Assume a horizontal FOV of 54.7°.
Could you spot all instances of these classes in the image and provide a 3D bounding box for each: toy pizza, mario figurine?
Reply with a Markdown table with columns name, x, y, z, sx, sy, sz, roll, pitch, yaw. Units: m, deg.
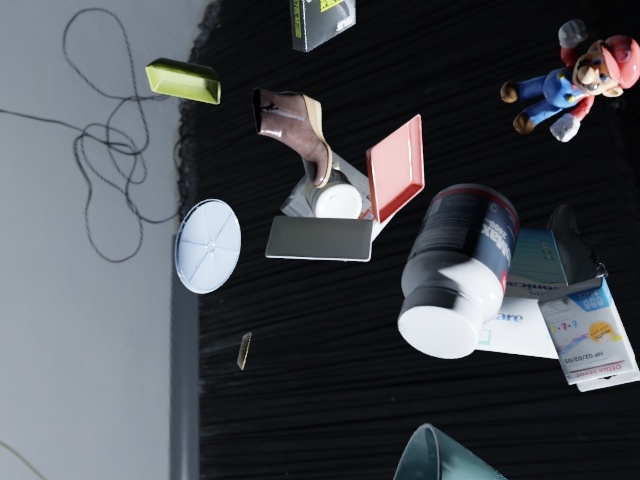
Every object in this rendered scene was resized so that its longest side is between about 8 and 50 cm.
| name | x | y | z | sx | sy | sz | roll | pitch | yaw |
| --- | --- | --- | --- | --- | --- | --- | --- | --- | --- |
| toy pizza | -0.243 | 0.011 | 1.314 | 0.201 | 0.032 | 0.201 | -23 | 118 | -55 |
| mario figurine | 0.543 | -0.348 | 1.371 | 0.198 | 0.320 | 0.170 | 34 | 60 | -22 |

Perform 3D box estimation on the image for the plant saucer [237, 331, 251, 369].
| name | x | y | z | sx | sy | sz | roll | pitch | yaw |
| --- | --- | --- | --- | --- | --- | --- | --- | --- | --- |
| plant saucer | -0.167 | 0.238 | 1.343 | 0.083 | 0.015 | 0.083 | -167 | -90 | -84 |

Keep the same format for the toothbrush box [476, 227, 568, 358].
| name | x | y | z | sx | sy | sz | roll | pitch | yaw |
| --- | --- | --- | --- | --- | --- | --- | --- | --- | --- |
| toothbrush box | 0.351 | 0.085 | 1.212 | 0.295 | 0.216 | 0.126 | -66 | 159 | -63 |

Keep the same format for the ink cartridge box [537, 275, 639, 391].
| name | x | y | z | sx | sy | sz | roll | pitch | yaw |
| --- | --- | --- | --- | --- | --- | --- | --- | --- | --- |
| ink cartridge box | 0.434 | 0.162 | 0.995 | 0.061 | 0.104 | 0.181 | -26 | 94 | -63 |

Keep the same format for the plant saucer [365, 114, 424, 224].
| name | x | y | z | sx | sy | sz | roll | pitch | yaw |
| --- | --- | --- | --- | --- | --- | --- | --- | --- | --- |
| plant saucer | 0.221 | -0.217 | 1.863 | 0.259 | 0.048 | 0.258 | -39 | 133 | -36 |

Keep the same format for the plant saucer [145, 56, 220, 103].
| name | x | y | z | sx | sy | sz | roll | pitch | yaw |
| --- | --- | --- | --- | --- | --- | --- | --- | --- | --- |
| plant saucer | -0.355 | -0.426 | 1.633 | 0.188 | 0.188 | 0.045 | 153 | -54 | -79 |

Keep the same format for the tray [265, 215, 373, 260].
| name | x | y | z | sx | sy | sz | roll | pitch | yaw |
| --- | --- | --- | --- | --- | --- | --- | --- | --- | --- |
| tray | 0.000 | 0.000 | 1.616 | 0.030 | 0.270 | 0.145 | 82 | 14 | -47 |

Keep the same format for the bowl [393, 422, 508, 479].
| name | x | y | z | sx | sy | sz | roll | pitch | yaw |
| --- | --- | --- | --- | --- | --- | --- | --- | --- | --- |
| bowl | 0.204 | 0.461 | 0.958 | 0.311 | 0.163 | 0.311 | 18 | 90 | -90 |

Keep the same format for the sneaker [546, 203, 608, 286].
| name | x | y | z | sx | sy | sz | roll | pitch | yaw |
| --- | --- | --- | --- | --- | --- | --- | --- | --- | --- |
| sneaker | 0.631 | 0.050 | 1.515 | 0.109 | 0.130 | 0.286 | 8 | 77 | -49 |

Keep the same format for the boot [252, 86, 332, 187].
| name | x | y | z | sx | sy | sz | roll | pitch | yaw |
| --- | --- | --- | --- | --- | --- | --- | --- | --- | --- |
| boot | -0.078 | -0.258 | 1.569 | 0.207 | 0.090 | 0.248 | -2 | 82 | -42 |

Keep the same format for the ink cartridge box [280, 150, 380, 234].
| name | x | y | z | sx | sy | sz | roll | pitch | yaw |
| --- | --- | --- | --- | --- | --- | --- | --- | --- | --- |
| ink cartridge box | 0.064 | -0.113 | 2.134 | 0.309 | 0.272 | 0.130 | 40 | -1 | 14 |

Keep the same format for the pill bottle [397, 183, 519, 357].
| name | x | y | z | sx | sy | sz | roll | pitch | yaw |
| --- | --- | --- | --- | --- | --- | --- | --- | --- | --- |
| pill bottle | 0.148 | 0.032 | 0.669 | 0.108 | 0.108 | 0.180 | 56 | 43 | -29 |

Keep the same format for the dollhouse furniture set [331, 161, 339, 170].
| name | x | y | z | sx | sy | sz | roll | pitch | yaw |
| --- | --- | --- | --- | --- | --- | --- | --- | --- | --- |
| dollhouse furniture set | 0.048 | -0.221 | 2.027 | 0.081 | 0.091 | 0.114 | 54 | -32 | 43 |

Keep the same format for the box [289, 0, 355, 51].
| name | x | y | z | sx | sy | sz | roll | pitch | yaw |
| --- | --- | --- | --- | --- | --- | --- | --- | --- | --- |
| box | 0.007 | -0.524 | 1.319 | 0.191 | 0.045 | 0.184 | -42 | 141 | -37 |

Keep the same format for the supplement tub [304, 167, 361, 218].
| name | x | y | z | sx | sy | sz | roll | pitch | yaw |
| --- | --- | --- | --- | --- | --- | --- | --- | --- | --- |
| supplement tub | 0.031 | -0.131 | 1.831 | 0.144 | 0.144 | 0.199 | 58 | 2 | -27 |
